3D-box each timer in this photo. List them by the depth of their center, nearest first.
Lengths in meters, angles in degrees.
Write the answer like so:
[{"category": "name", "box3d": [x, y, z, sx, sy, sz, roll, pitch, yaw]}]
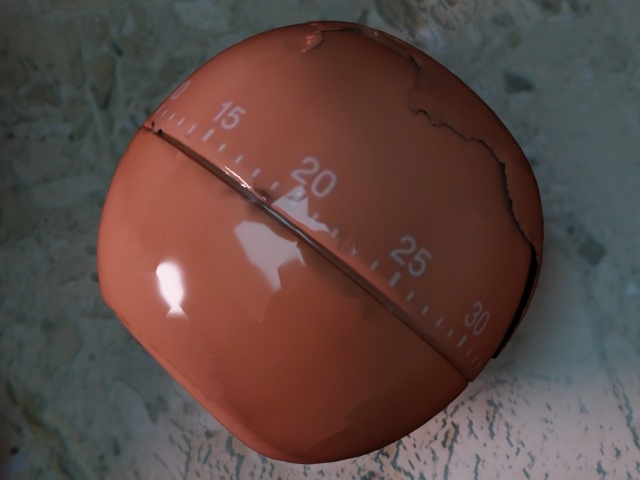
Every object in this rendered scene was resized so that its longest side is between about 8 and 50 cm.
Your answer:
[{"category": "timer", "box3d": [0.000, 0.000, 0.697, 0.229, 0.229, 0.215, 43, 84, 17]}]
